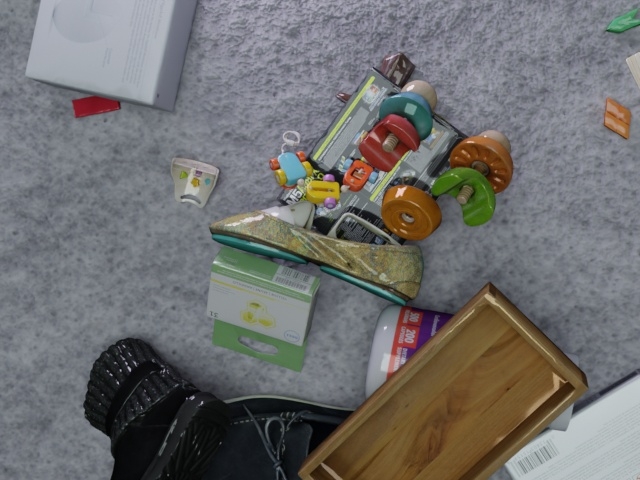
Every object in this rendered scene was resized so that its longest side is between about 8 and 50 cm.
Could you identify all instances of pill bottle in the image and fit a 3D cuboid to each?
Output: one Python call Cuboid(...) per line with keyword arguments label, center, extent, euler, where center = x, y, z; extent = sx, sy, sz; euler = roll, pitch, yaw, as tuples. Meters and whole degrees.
Cuboid(label="pill bottle", center=(0.240, 0.214, 1.846), extent=(0.322, 0.181, 0.182), euler=(9, 94, 8))

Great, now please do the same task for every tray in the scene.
Cuboid(label="tray", center=(0.180, 0.277, 1.738), extent=(0.203, 0.076, 0.411), euler=(44, 106, -2))

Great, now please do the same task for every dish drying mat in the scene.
Cuboid(label="dish drying mat", center=(-0.389, -0.236, 2.004), extent=(0.083, 0.008, 0.032), euler=(-10, 90, 9))

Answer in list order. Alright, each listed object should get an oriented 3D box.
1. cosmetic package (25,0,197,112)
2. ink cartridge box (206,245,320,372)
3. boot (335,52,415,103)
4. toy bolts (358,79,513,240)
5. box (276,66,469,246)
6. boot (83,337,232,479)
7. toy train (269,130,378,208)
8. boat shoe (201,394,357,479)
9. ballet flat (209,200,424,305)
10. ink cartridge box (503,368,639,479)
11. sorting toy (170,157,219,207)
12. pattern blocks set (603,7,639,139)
Cuboid(label="cosmetic package", center=(-0.342, -0.350, 1.924), extent=(0.224, 0.138, 0.224), euler=(14, 92, 9))
Cuboid(label="ink cartridge box", center=(-0.101, 0.131, 1.890), extent=(0.171, 0.056, 0.235), euler=(18, 131, 7))
Cuboid(label="boot", center=(0.092, -0.267, 1.920), extent=(0.106, 0.037, 0.114), euler=(23, 95, 3))
Cuboid(label="toy bolts", center=(0.169, -0.135, 1.811), extent=(0.228, 0.158, 0.218), euler=(44, 140, -15))
Cuboid(label="box", center=(0.092, -0.113, 1.893), extent=(0.216, 0.060, 0.270), euler=(36, 101, -2))
Cuboid(label="boot", center=(-0.321, 0.351, 1.891), extent=(0.260, 0.131, 0.348), euler=(24, 75, 37))
Cuboid(label="toy train", center=(0.001, -0.104, 1.839), extent=(0.166, 0.046, 0.125), euler=(25, 53, 7))
Cuboid(label="boat shoe", center=(-0.037, 0.359, 1.907), extent=(0.500, 0.156, 0.187), euler=(0, 94, 10))
Cuboid(label="ballet flat", center=(0.000, 0.000, 1.842), extent=(0.348, 0.123, 0.123), euler=(19, 95, 3))
Cuboid(label="ink cartridge box", center=(0.472, 0.381, 1.882), extent=(0.275, 0.060, 0.239), euler=(-33, 89, 8))
Cuboid(label="sorting toy", center=(-0.216, -0.096, 1.970), extent=(0.083, 0.045, 0.075), euler=(16, 102, 7))
Cuboid(label="pattern blocks set", center=(0.594, -0.244, 1.853), extent=(0.285, 0.026, 0.325), euler=(-34, 87, 8))
